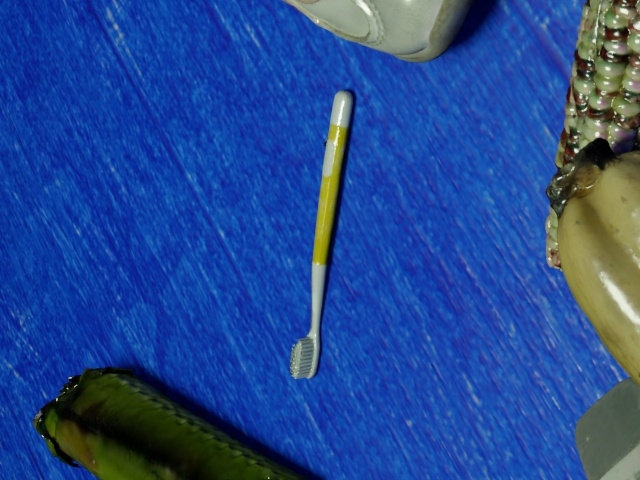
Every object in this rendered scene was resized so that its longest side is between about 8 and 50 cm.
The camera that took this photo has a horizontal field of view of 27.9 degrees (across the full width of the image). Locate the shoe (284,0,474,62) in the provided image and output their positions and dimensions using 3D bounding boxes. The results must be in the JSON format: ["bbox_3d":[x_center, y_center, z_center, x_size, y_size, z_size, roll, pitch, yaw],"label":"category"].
[{"bbox_3d":[-0.030,-0.266,1.058,0.351,0.198,0.172,45,130,34],"label":"shoe"}]

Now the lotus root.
[{"bbox_3d":[0.257,0.037,0.835,0.154,0.140,0.257,-44,77,9],"label":"lotus root"}]

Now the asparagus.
[{"bbox_3d":[-0.160,0.234,1.370,0.382,0.128,0.108,21,149,43],"label":"asparagus"}]

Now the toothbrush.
[{"bbox_3d":[0.000,0.000,1.208,0.021,0.024,0.288,27,117,44],"label":"toothbrush"}]

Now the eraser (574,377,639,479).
[{"bbox_3d":[0.259,0.252,0.870,0.089,0.061,0.352,-53,34,36],"label":"eraser"}]

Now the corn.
[{"bbox_3d":[0.218,-0.101,0.901,0.092,0.092,0.281,30,122,41],"label":"corn"}]
